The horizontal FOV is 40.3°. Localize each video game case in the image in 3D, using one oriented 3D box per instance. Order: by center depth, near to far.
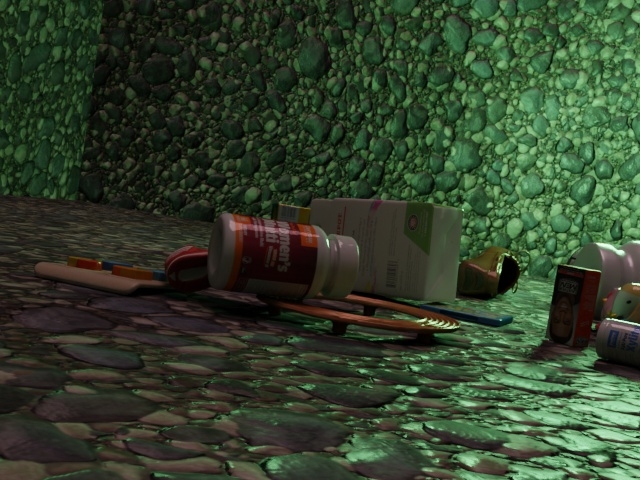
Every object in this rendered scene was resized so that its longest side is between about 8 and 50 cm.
[{"bbox_3d":[0.299,0.149,1.781,0.166,0.015,0.119,10,3,25],"label":"video game case"}]

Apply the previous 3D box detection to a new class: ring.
[{"bbox_3d":[0.060,0.122,1.430,0.336,0.032,0.336,10,3,0],"label":"ring"}]

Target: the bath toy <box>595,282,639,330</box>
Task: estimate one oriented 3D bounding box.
[{"bbox_3d":[0.607,0.151,1.685,0.129,0.151,0.348,-27,-3,9],"label":"bath toy"}]

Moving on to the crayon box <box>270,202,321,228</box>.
[{"bbox_3d":[0.000,0.000,2.351,0.278,0.166,0.081,8,2,-14],"label":"crayon box"}]

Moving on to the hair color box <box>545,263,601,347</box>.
[{"bbox_3d":[0.461,0.119,1.592,0.043,0.141,0.072,7,3,-31],"label":"hair color box"}]

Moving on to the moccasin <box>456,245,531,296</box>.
[{"bbox_3d":[0.493,0.086,2.400,0.146,0.139,0.380,11,4,24],"label":"moccasin"}]

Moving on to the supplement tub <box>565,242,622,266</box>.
[{"bbox_3d":[0.783,0.105,2.374,0.193,0.194,0.316,9,3,0],"label":"supplement tub"}]

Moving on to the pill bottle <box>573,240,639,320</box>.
[{"bbox_3d":[0.765,0.114,1.958,0.362,0.210,0.210,8,3,-7],"label":"pill bottle"}]

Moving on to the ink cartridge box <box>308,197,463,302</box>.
[{"bbox_3d":[0.132,0.015,1.923,0.353,0.207,0.119,7,1,44],"label":"ink cartridge box"}]

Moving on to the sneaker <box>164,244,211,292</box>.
[{"bbox_3d":[-0.158,0.030,1.478,0.221,0.087,0.128,0,14,-20],"label":"sneaker"}]

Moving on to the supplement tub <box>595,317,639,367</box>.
[{"bbox_3d":[0.516,0.171,1.432,0.107,0.071,0.071,10,3,37],"label":"supplement tub"}]

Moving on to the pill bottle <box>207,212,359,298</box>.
[{"bbox_3d":[-0.059,0.029,1.374,0.221,0.121,0.121,7,3,-20],"label":"pill bottle"}]

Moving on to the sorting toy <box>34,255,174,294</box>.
[{"bbox_3d":[-0.342,0.054,1.469,0.192,0.038,0.208,10,3,19],"label":"sorting toy"}]
